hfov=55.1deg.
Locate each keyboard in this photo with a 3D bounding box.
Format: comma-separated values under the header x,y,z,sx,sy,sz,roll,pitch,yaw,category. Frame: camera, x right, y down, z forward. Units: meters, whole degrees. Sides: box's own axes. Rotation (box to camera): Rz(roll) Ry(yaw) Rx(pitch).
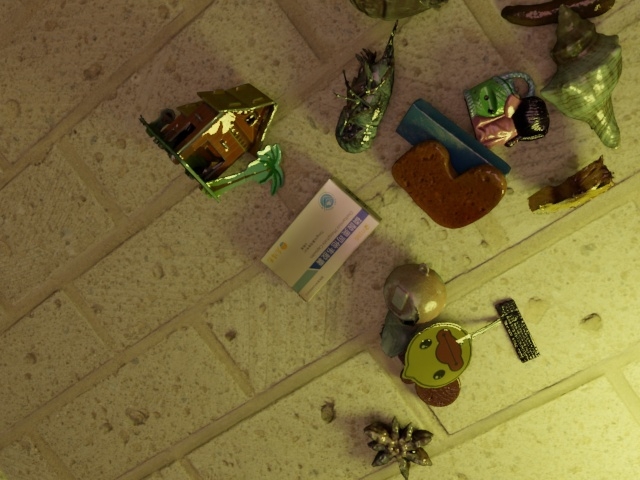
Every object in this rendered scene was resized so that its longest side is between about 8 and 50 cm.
x,y,z,sx,sy,sz,roll,pitch,yaw,category
0.577,0.266,1.792,0.060,0.018,0.195,-26,98,15,keyboard

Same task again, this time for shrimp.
x,y,z,sx,sy,sz,roll,pitch,yaw,category
0.120,-0.407,1.646,0.137,0.172,0.372,16,114,15,shrimp

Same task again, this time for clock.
x,y,z,sx,sy,sz,roll,pitch,yaw,category
0.490,-0.340,1.613,0.196,0.100,0.194,-14,99,15,clock

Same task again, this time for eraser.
x,y,z,sx,sy,sz,roll,pitch,yaw,category
0.355,-0.246,1.651,0.312,0.144,0.042,38,65,3,eraser

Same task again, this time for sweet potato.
x,y,z,sx,sy,sz,roll,pitch,yaw,category
0.597,-0.580,1.544,0.273,0.075,0.075,-5,103,19,sweet potato

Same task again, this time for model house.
x,y,z,sx,sy,sz,roll,pitch,yaw,category
-0.271,-0.296,1.797,0.323,0.340,0.300,-44,49,-4,model house

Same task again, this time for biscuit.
x,y,z,sx,sy,sz,roll,pitch,yaw,category
0.348,-0.167,1.661,0.277,0.052,0.262,45,140,2,biscuit
0.334,0.402,1.873,0.180,0.039,0.236,-28,96,14,biscuit

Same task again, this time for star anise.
x,y,z,sx,sy,sz,roll,pitch,yaw,category
0.241,0.646,1.929,0.236,0.093,0.229,39,109,-1,star anise

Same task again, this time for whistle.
x,y,z,sx,sy,sz,roll,pitch,yaw,category
0.262,0.199,1.792,0.189,0.189,0.347,21,126,7,whistle

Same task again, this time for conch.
x,y,z,sx,sy,sz,roll,pitch,yaw,category
0.655,-0.396,1.527,0.203,0.170,0.386,-12,100,36,conch

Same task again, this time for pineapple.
x,y,z,sx,sy,sz,roll,pitch,yaw,category
0.669,-0.135,1.611,0.233,0.135,0.079,-27,68,38,pineapple

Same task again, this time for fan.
x,y,z,sx,sy,sz,roll,pitch,yaw,category
0.383,0.317,1.791,0.335,0.011,0.229,-28,118,-3,fan

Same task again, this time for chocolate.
x,y,z,sx,sy,sz,roll,pitch,yaw,category
0.159,-0.672,1.533,0.213,0.303,0.303,-18,100,39,chocolate

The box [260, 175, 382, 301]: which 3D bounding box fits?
x,y,z,sx,sy,sz,roll,pitch,yaw,category
0.000,0.000,1.833,0.200,0.065,0.343,41,109,0,box
